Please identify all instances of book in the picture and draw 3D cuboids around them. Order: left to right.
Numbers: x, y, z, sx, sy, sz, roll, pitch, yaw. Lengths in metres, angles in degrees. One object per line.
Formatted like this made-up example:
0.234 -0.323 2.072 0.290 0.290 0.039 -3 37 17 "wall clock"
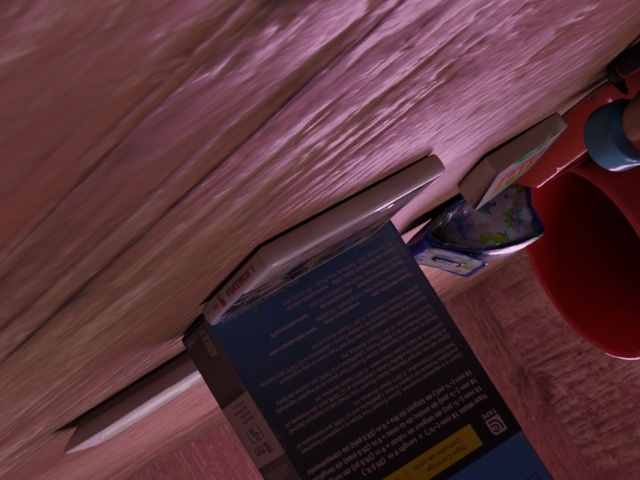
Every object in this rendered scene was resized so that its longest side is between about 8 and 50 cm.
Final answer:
0.209 -0.088 1.859 0.096 0.035 0.144 -33 172 -12 "book"

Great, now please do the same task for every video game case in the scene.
0.000 0.000 1.561 0.201 0.023 0.183 -29 173 -27 "video game case"

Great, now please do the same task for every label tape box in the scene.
0.048 0.177 1.736 0.241 0.333 0.106 -28 173 -26 "label tape box"

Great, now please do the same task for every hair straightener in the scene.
0.342 -0.188 1.613 0.089 0.047 0.230 -29 174 -20 "hair straightener"

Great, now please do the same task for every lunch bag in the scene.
0.181 -0.010 2.075 0.151 0.096 0.129 -16 173 -11 "lunch bag"

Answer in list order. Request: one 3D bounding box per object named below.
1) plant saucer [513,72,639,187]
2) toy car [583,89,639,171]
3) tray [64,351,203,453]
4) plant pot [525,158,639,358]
0.357 -0.153 1.969 0.258 0.047 0.259 -28 172 -29 "plant saucer"
0.436 -0.094 1.724 0.210 0.238 0.219 -42 -171 -32 "toy car"
-0.171 0.161 1.962 0.270 0.030 0.145 -32 175 6 "tray"
0.428 -0.022 2.161 0.243 0.275 0.275 -28 173 -25 "plant pot"
